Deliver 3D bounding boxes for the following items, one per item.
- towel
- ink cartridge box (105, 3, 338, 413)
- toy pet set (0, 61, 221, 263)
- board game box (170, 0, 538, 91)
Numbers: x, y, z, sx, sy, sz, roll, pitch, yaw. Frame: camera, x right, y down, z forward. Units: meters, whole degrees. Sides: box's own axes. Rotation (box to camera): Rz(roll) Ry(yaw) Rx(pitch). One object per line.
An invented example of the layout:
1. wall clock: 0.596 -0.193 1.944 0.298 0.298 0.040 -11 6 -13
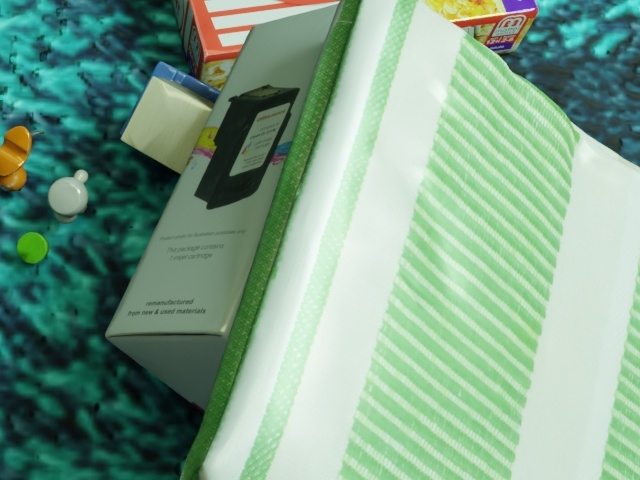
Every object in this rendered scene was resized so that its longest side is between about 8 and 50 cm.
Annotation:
1. towel: 0.107 0.067 0.489 0.325 0.038 0.248 31 62 -27
2. ink cartridge box: 0.000 0.000 0.516 0.127 0.072 0.175 45 54 -37
3. toy pet set: -0.090 -0.030 0.564 0.122 0.065 0.114 30 98 6
4. board game box: 0.007 -0.165 0.642 0.193 0.045 0.147 -12 68 -17
